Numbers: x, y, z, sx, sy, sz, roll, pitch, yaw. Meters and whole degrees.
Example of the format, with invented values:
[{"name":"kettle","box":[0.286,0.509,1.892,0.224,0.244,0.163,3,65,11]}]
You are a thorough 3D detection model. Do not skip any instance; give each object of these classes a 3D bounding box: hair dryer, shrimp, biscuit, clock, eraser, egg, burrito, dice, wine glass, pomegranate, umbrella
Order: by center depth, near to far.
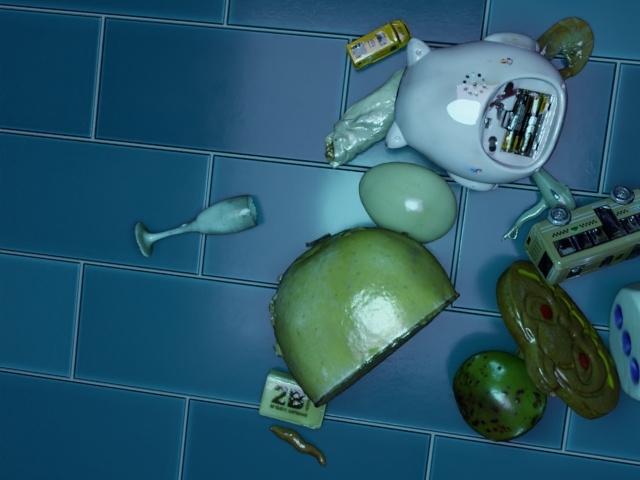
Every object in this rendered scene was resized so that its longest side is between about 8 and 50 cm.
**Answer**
[{"name":"clock","box":[0.360,-0.298,1.524,0.377,0.250,0.368,10,108,-5]},{"name":"biscuit","box":[0.558,0.228,1.539,0.394,0.350,0.070,49,127,-2]},{"name":"dice","box":[0.832,0.229,1.545,0.243,0.251,0.259,-3,93,5]},{"name":"pomegranate","box":[0.461,0.350,1.600,0.286,0.231,0.231,-38,89,8]},{"name":"egg","box":[0.212,-0.097,1.623,0.254,0.188,0.188,31,96,11]},{"name":"shrimp","box":[0.575,-0.448,1.640,0.236,0.053,0.133,-40,109,3]},{"name":"wine glass","box":[-0.318,0.002,1.658,0.310,0.264,0.096,-14,120,7]},{"name":"hair dryer","box":[0.522,-0.106,1.669,0.199,0.067,0.167,-24,81,22]},{"name":"burrito","box":[0.163,-0.333,1.673,0.392,0.076,0.117,-36,83,5]},{"name":"umbrella","box":[0.000,0.002,1.738,0.083,0.020,0.031,-22,130,7]},{"name":"eraser","box":[-0.067,0.420,1.749,0.172,0.058,0.117,14,95,5]}]

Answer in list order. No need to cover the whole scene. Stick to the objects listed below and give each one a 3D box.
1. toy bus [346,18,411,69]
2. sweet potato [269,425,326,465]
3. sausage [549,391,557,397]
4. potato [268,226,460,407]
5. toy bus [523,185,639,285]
[{"name":"toy bus","box":[0.147,-0.496,1.663,0.162,0.074,0.069,-26,89,8]},{"name":"sweet potato","box":[-0.056,0.541,1.764,0.179,0.044,0.044,31,96,4]},{"name":"sausage","box":[0.506,0.279,1.536,0.047,0.040,0.176,-14,68,-29]},{"name":"potato","box":[0.077,0.143,1.569,0.442,0.385,0.319,-39,79,17]},{"name":"toy bus","box":[0.644,-0.008,1.563,0.290,0.139,0.157,-18,62,-7]}]
